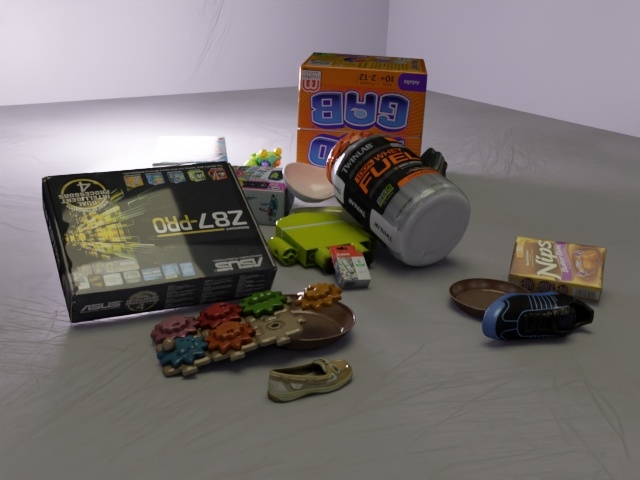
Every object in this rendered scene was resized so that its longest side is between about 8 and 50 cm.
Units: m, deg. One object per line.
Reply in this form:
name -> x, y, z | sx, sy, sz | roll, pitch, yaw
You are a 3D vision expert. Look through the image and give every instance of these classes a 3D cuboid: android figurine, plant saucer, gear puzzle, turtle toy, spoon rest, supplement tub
android figurine -> 0.000, 0.000, 1.851 | 0.248, 0.056, 0.273 | -9, 25, -28
plant saucer -> 0.337, 0.118, 1.605 | 0.168, 0.029, 0.168 | 3, 19, -1
gear puzzle -> -0.118, 0.130, 1.379 | 0.338, 0.044, 0.175 | -16, 25, -13
plant saucer -> -0.036, 0.149, 1.455 | 0.198, 0.036, 0.199 | 2, 20, -1
turtle toy -> -0.177, -0.244, 2.506 | 0.130, 0.066, 0.095 | -10, 0, -25
spoon rest -> 0.023, -0.139, 2.078 | 0.276, 0.084, 0.137 | 11, 40, -37
supplement tub -> 0.165, -0.107, 1.856 | 0.207, 0.207, 0.338 | -10, 37, -32

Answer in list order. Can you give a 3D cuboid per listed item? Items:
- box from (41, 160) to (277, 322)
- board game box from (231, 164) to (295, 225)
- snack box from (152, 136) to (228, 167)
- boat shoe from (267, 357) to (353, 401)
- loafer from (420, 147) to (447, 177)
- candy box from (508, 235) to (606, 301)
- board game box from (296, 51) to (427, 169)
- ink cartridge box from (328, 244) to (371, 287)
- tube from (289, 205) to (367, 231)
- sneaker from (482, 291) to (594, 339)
box -> -0.323, -0.009, 1.598 | 0.394, 0.097, 0.318 | -6, 51, -25
board game box -> -0.229, -0.126, 2.123 | 0.303, 0.098, 0.224 | 3, 19, 4
snack box -> -0.339, -0.214, 2.126 | 0.187, 0.060, 0.322 | -1, 19, -9
boat shoe -> -0.014, 0.209, 1.269 | 0.153, 0.048, 0.056 | -9, 23, -29
loafer -> 0.357, -0.219, 2.477 | 0.084, 0.096, 0.267 | 38, 17, -10
candy box -> 0.494, 0.058, 1.694 | 0.186, 0.053, 0.109 | 7, 52, 18
board game box -> 0.126, -0.360, 2.437 | 0.356, 0.357, 0.356 | 4, 19, 4
ink cartridge box -> 0.060, 0.046, 1.693 | 0.062, 0.029, 0.115 | -1, 50, -18
tube -> 0.043, -0.062, 2.033 | 0.240, 0.070, 0.062 | 7, 49, 21
sneaker -> 0.399, 0.139, 1.474 | 0.232, 0.082, 0.090 | -10, 16, -35
